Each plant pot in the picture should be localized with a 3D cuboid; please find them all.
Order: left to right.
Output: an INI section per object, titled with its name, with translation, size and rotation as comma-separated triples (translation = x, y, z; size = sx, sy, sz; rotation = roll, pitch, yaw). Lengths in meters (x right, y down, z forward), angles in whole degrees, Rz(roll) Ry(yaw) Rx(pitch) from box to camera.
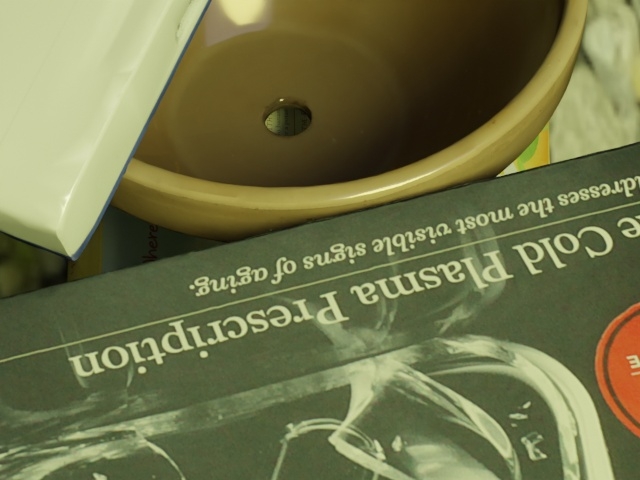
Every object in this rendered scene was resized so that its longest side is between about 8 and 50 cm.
[plant pot]
translation = -0.015, -0.079, 0.700
size = 0.237, 0.110, 0.237
rotation = 1, 55, -1

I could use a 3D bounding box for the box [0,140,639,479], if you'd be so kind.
[box]
translation = 0.025, 0.163, 0.553
size = 0.343, 0.179, 0.312
rotation = -14, 52, -15

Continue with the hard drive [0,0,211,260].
[hard drive]
translation = -0.188, -0.142, 0.631
size = 0.318, 0.040, 0.210
rotation = 21, 71, 12

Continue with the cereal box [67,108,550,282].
[cereal box]
translation = 0.000, 0.000, 0.808
size = 0.240, 0.047, 0.173
rotation = 6, 78, -26
